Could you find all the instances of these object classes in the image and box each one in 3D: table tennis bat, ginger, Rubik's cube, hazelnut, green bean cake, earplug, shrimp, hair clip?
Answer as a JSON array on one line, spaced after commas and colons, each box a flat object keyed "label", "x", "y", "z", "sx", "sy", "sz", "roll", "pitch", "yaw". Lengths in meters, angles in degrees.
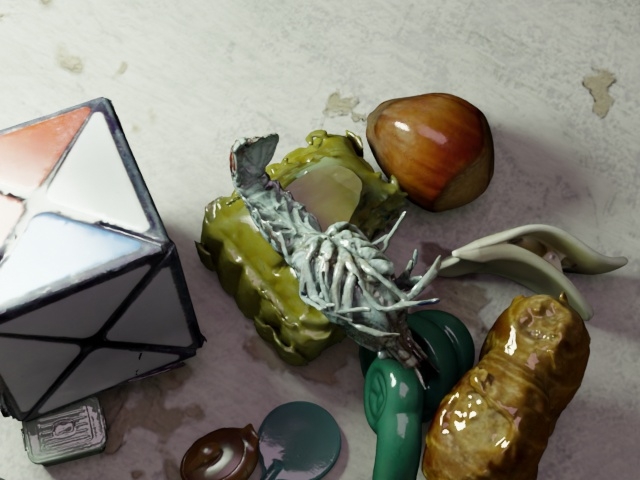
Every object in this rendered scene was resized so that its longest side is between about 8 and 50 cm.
[{"label": "table tennis bat", "x": -0.055, "y": 0.323, "z": 1.922, "sx": 0.124, "sy": 0.033, "sz": 0.201, "roll": 34, "pitch": 69, "yaw": 13}, {"label": "ginger", "x": 0.252, "y": 0.255, "z": 1.834, "sx": 0.152, "sy": 0.274, "sz": 0.357, "roll": 27, "pitch": 63, "yaw": 17}, {"label": "Rubik's cube", "x": -0.367, "y": 0.030, "z": 1.847, "sx": 0.305, "sy": 0.310, "sz": 0.307, "roll": -22, "pitch": 56, "yaw": -9}, {"label": "hazelnut", "x": 0.171, "y": -0.137, "z": 2.033, "sx": 0.210, "sy": 0.210, "sz": 0.186, "roll": -16, "pitch": 101, "yaw": -9}, {"label": "green bean cake", "x": 0.000, "y": 0.000, "z": 1.957, "sx": 0.310, "sy": 0.202, "sz": 0.285, "roll": -38, "pitch": 76, "yaw": -15}, {"label": "earplug", "x": 0.141, "y": 0.227, "z": 1.899, "sx": 0.280, "sy": 0.164, "sz": 0.257, "roll": -35, "pitch": 98, "yaw": -38}, {"label": "shrimp", "x": 0.023, "y": 0.021, "z": 1.793, "sx": 0.410, "sy": 0.166, "sz": 0.221, "roll": 39, "pitch": 40, "yaw": 16}, {"label": "hair clip", "x": 0.322, "y": 0.033, "z": 1.988, "sx": 0.282, "sy": 0.172, "sz": 0.113, "roll": 20, "pitch": 77, "yaw": -5}]

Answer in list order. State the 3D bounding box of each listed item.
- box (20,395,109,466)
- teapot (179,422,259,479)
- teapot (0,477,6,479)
[{"label": "box", "x": -0.366, "y": 0.280, "z": 1.902, "sx": 0.122, "sy": 0.069, "sz": 0.084, "roll": -13, "pitch": 69, "yaw": -8}, {"label": "teapot", "x": -0.144, "y": 0.310, "z": 1.884, "sx": 0.129, "sy": 0.078, "sz": 0.098, "roll": -30, "pitch": 51, "yaw": 0}, {"label": "teapot", "x": -0.477, "y": 0.359, "z": 1.873, "sx": 0.088, "sy": 0.057, "sz": 0.066, "roll": 42, "pitch": 72, "yaw": 12}]
